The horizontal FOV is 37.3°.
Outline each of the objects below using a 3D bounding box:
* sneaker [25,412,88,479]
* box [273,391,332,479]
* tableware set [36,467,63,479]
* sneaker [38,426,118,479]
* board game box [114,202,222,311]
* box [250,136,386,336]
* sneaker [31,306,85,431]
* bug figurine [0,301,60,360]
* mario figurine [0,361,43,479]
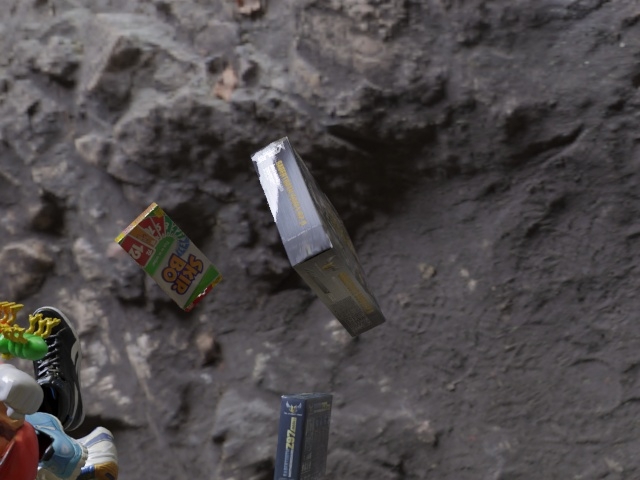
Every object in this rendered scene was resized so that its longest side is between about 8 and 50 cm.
[{"bbox_3d":[-0.374,0.259,1.252,0.162,0.073,0.063,14,71,42],"label":"sneaker"},{"bbox_3d":[-0.034,0.417,2.006,0.059,0.232,0.183,5,85,14],"label":"box"},{"bbox_3d":[-0.365,0.354,1.248,0.128,0.194,0.039,37,95,3],"label":"tableware set"},{"bbox_3d":[-0.556,0.478,1.963,0.131,0.296,0.112,-103,-3,-46],"label":"sneaker"},{"bbox_3d":[-0.342,0.046,2.189,0.259,0.124,0.039,50,170,-31],"label":"board game box"},{"bbox_3d":[0.000,0.000,1.235,0.056,0.231,0.183,-27,56,6],"label":"box"},{"bbox_3d":[-0.447,0.212,1.582,0.121,0.079,0.217,76,178,-82],"label":"sneaker"},{"bbox_3d":[-0.505,0.147,1.321,0.216,0.279,0.072,5,98,31],"label":"bug figurine"},{"bbox_3d":[-0.436,0.172,1.045,0.320,0.170,0.198,53,138,-2],"label":"mario figurine"}]
